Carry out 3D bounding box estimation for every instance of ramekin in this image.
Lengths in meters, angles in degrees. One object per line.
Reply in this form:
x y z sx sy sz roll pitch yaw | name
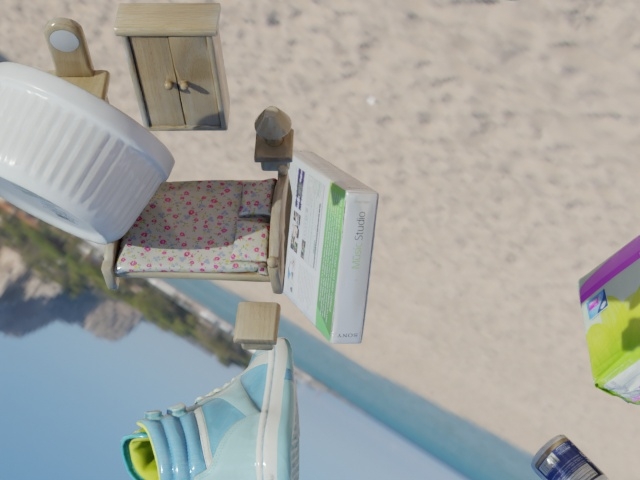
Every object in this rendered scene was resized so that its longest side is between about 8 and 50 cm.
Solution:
-0.264 -0.081 1.114 0.207 0.109 0.207 24 167 6 | ramekin

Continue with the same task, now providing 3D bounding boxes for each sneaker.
-0.130 0.213 1.328 0.208 0.127 0.319 -5 -163 1 | sneaker

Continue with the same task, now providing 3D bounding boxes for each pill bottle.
0.348 0.326 1.477 0.120 0.067 0.067 46 -179 31 | pill bottle

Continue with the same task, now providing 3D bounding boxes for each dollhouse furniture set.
-0.188 -0.075 1.185 0.303 0.355 0.174 1 145 3 | dollhouse furniture set

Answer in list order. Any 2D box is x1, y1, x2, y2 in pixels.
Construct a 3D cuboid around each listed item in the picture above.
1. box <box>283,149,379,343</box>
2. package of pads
0.000 0.000 1.705 0.058 0.232 0.322 1 -165 -18 | box
0.523 0.086 1.627 0.101 0.296 0.229 27 -141 -22 | package of pads
